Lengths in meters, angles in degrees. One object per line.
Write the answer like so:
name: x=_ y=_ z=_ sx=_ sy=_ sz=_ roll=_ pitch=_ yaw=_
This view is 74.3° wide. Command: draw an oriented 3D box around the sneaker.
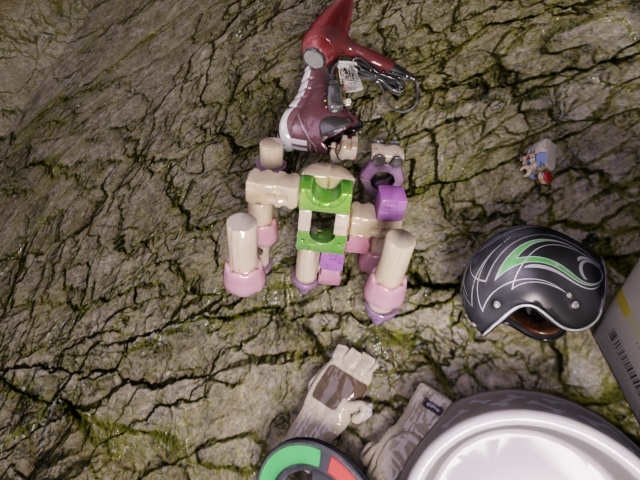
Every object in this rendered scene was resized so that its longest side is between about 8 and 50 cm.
sneaker: x=0.030 y=-0.299 z=0.923 sx=0.162 sy=0.106 sz=0.281 roll=18 pitch=76 yaw=15

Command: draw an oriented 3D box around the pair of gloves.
pair of gloves: x=0.073 y=0.292 z=0.661 sx=0.240 sy=0.042 sz=0.204 roll=20 pitch=75 yaw=29

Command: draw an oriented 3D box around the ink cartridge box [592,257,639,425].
ink cartridge box: x=0.398 y=0.149 z=0.355 sx=0.160 sy=0.385 sz=0.279 roll=-21 pitch=61 yaw=18

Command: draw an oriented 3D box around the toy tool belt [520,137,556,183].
toy tool belt: x=0.359 y=-0.126 z=0.703 sx=0.051 sy=0.052 sz=0.083 roll=-15 pitch=54 yaw=56

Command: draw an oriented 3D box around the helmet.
helmet: x=0.282 y=0.061 z=0.587 sx=0.161 sy=0.169 sz=0.169 roll=15 pitch=75 yaw=15

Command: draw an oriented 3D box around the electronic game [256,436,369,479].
electronic game: x=-0.005 y=0.402 z=0.608 sx=0.229 sy=0.048 sz=0.229 roll=0 pitch=90 yaw=34

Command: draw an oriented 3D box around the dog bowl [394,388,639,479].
dog bowl: x=0.246 y=0.354 z=0.486 sx=0.349 sy=0.102 sz=0.348 roll=-5 pitch=72 yaw=17

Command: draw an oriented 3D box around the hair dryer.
hair dryer: x=0.069 y=-0.385 z=0.886 sx=0.224 sy=0.080 sz=0.293 roll=-10 pitch=78 yaw=-25

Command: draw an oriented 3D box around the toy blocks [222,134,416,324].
toy blocks: x=0.000 y=0.000 z=0.746 sx=0.289 sy=0.260 sz=0.309 roll=6 pitch=42 yaw=-1
